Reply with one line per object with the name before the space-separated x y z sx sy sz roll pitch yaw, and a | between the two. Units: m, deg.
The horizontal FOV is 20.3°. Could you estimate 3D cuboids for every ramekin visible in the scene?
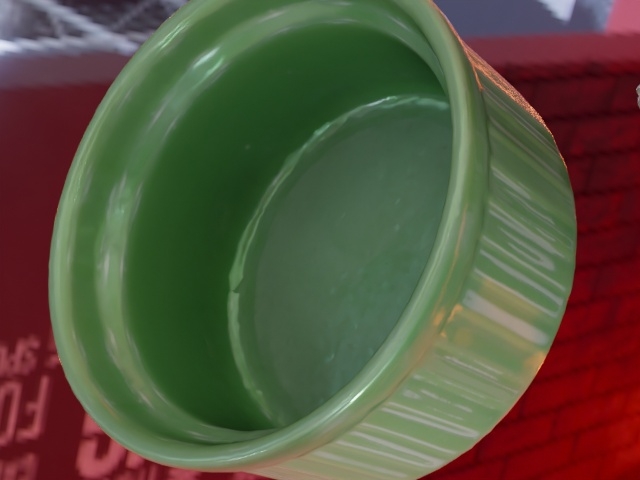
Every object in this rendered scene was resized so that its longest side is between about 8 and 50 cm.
ramekin | 0.000 0.000 1.038 0.148 0.303 0.303 27 -175 -47

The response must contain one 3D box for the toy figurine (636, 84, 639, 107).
toy figurine | 0.346 -0.064 1.267 0.213 0.148 0.209 22 -141 -55
